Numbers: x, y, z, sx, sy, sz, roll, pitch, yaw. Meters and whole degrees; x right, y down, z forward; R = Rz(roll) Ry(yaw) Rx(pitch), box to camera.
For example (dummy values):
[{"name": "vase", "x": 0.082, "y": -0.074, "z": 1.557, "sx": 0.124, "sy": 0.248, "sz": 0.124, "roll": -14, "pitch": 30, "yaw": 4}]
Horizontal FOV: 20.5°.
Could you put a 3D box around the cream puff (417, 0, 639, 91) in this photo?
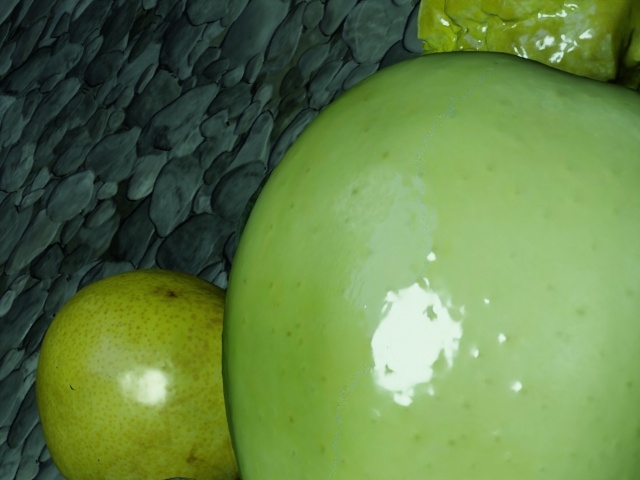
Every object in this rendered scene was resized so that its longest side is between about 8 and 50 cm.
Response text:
[{"name": "cream puff", "x": 0.156, "y": -0.137, "z": 1.351, "sx": 0.194, "sy": 0.195, "sz": 0.221, "roll": -60, "pitch": 27, "yaw": -11}]

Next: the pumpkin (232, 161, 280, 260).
[{"name": "pumpkin", "x": 0.003, "y": 0.001, "z": 1.459, "sx": 0.167, "sy": 0.125, "sz": 0.167, "roll": -24, "pitch": 40, "yaw": 22}]

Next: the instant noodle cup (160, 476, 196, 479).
[{"name": "instant noodle cup", "x": -0.087, "y": 0.292, "z": 1.260, "sx": 0.205, "sy": 0.153, "sz": 0.205, "roll": -36, "pitch": 33, "yaw": 29}]

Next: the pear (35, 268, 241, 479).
[{"name": "pear", "x": -0.125, "y": 0.121, "z": 1.430, "sx": 0.209, "sy": 0.209, "sz": 0.209, "roll": -34, "pitch": 36, "yaw": 29}]

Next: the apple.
[{"name": "apple", "x": 0.101, "y": 0.069, "z": 1.059, "sx": 0.357, "sy": 0.357, "sz": 0.357, "roll": -34, "pitch": 36, "yaw": 29}]
